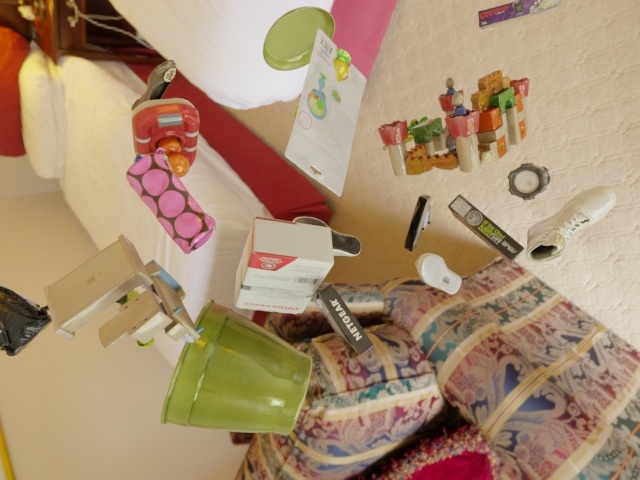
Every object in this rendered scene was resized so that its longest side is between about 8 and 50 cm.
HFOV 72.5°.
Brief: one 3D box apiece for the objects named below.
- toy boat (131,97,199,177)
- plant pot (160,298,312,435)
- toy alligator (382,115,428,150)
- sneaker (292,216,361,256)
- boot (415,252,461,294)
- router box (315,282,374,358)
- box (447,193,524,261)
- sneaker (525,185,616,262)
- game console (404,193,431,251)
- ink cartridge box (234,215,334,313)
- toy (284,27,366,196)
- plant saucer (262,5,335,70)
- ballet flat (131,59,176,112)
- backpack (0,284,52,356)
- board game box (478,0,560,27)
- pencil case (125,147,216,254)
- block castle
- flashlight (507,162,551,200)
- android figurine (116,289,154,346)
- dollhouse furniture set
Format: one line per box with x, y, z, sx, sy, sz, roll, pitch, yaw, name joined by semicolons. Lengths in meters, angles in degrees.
-0.358;-0.216;1.043;0.151;0.150;0.231;67;154;17;toy boat
-0.221;0.400;1.287;0.352;0.367;0.367;19;124;-4;plant pot
0.311;-0.373;1.567;0.189;0.051;0.056;-35;49;25;toy alligator
0.000;0.000;1.579;0.123;0.290;0.106;-9;62;56;sneaker
0.346;0.095;1.403;0.123;0.258;0.095;28;85;46;boot
0.055;0.203;1.083;0.179;0.046;0.133;55;167;13;router box
0.566;-0.034;1.494;0.270;0.216;0.060;46;101;19;box
0.758;-0.032;1.330;0.108;0.169;0.292;41;135;-2;sneaker
0.419;-0.091;1.798;0.043;0.361;0.213;19;108;18;game console
-0.104;0.075;1.129;0.273;0.196;0.114;119;154;-49;ink cartridge box
0.001;-0.206;0.719;0.056;0.136;0.238;0;68;43;toy
-0.071;-0.616;1.324;0.241;0.240;0.037;-42;70;46;plant saucer
-0.494;-0.443;1.313;0.249;0.084;0.058;-34;91;37;ballet flat
-0.826;0.201;1.142;0.182;0.152;0.115;43;137;-12;backpack
0.594;-0.696;1.331;0.208;0.347;0.056;-2;112;22;board game box
-0.296;-0.079;0.882;0.209;0.098;0.095;52;180;-3;pencil case
0.412;-0.365;1.300;0.302;0.453;0.213;5;120;44;block castle
0.626;-0.180;1.285;0.103;0.304;0.103;-7;97;35;flashlight
-0.626;0.246;1.479;0.248;0.056;0.273;62;164;7;android figurine
-0.414;0.193;1.002;0.286;0.198;0.303;47;169;37;dollhouse furniture set
